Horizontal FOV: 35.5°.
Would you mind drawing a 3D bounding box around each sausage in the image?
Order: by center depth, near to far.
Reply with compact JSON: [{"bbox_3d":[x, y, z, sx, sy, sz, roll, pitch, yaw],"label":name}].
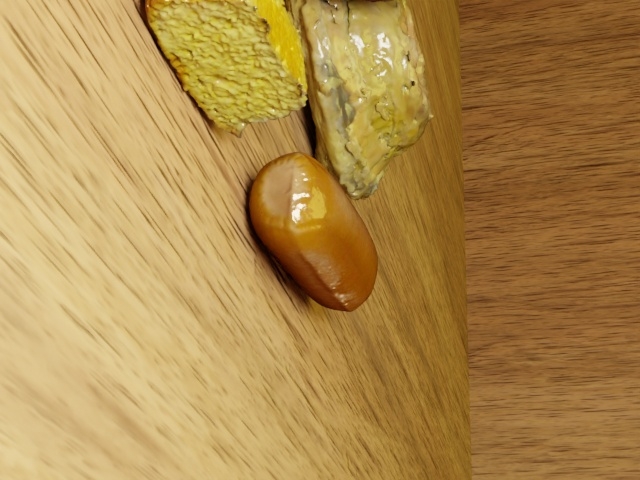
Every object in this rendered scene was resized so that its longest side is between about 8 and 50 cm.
[{"bbox_3d":[0.000,-0.001,1.061,0.274,0.105,0.105,54,33,-64],"label":"sausage"}]

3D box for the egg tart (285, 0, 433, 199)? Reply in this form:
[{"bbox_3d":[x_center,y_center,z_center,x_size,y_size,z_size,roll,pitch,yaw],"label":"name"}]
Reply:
[{"bbox_3d":[0.059,-0.226,1.296,0.352,0.150,0.352,-8,90,-78],"label":"egg tart"}]

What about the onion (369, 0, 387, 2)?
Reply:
[{"bbox_3d":[0.014,-0.409,1.139,0.267,0.159,0.349,1,54,-44],"label":"onion"}]

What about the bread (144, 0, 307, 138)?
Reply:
[{"bbox_3d":[-0.073,-0.161,0.828,0.187,0.103,0.065,56,29,-53],"label":"bread"}]
